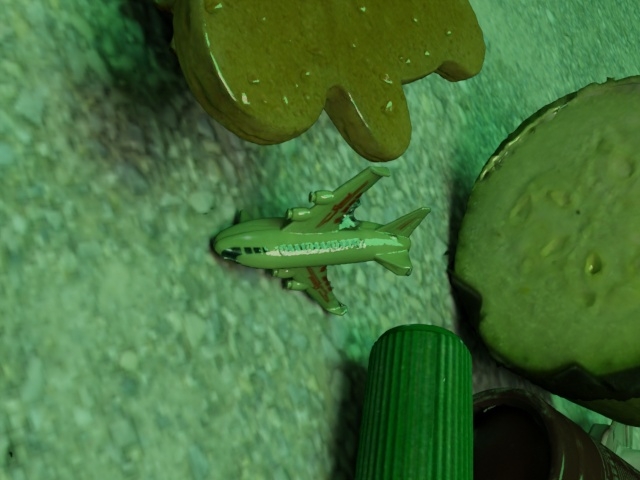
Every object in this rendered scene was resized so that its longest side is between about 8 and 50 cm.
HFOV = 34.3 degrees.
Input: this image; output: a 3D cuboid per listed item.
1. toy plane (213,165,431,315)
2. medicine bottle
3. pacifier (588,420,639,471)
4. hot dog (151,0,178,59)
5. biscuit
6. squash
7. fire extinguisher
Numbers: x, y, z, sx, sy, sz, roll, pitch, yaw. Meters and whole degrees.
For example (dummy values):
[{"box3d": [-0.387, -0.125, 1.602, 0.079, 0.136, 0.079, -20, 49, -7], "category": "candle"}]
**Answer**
[{"box3d": [0.000, 0.000, 0.530, 0.111, 0.102, 0.040, 4, 39, -13], "category": "toy plane"}, {"box3d": [0.037, 0.180, 0.475, 0.111, 0.076, 0.309, 38, 44, -37], "category": "medicine bottle"}, {"box3d": [0.222, 0.160, 0.725, 0.099, 0.078, 0.081, -41, 126, -54], "category": "pacifier"}, {"box3d": [-0.001, -0.143, 0.601, 0.269, 0.072, 0.109, -12, 84, -53], "category": "hot dog"}, {"box3d": [0.005, -0.113, 0.509, 0.240, 0.035, 0.158, -38, 104, -51], "category": "biscuit"}, {"box3d": [0.204, 0.007, 0.660, 0.133, 0.220, 0.220, 23, 55, -43], "category": "squash"}, {"box3d": [0.175, 0.189, 0.629, 0.269, 0.105, 0.104, 37, 45, -36], "category": "fire extinguisher"}]
